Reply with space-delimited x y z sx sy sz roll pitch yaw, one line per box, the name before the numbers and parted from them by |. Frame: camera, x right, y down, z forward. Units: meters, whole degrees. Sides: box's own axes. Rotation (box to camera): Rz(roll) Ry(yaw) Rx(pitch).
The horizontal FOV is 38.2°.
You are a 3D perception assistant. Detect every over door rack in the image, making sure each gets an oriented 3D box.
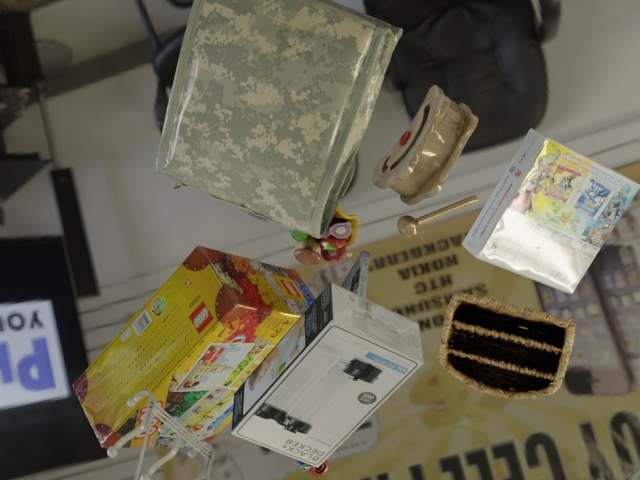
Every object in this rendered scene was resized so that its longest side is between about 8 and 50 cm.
over door rack | -0.307 0.486 1.803 0.108 0.324 0.239 -26 131 15

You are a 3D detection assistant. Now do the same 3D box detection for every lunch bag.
lunch bag | -0.058 -0.168 1.149 0.235 0.287 0.169 22 -164 6

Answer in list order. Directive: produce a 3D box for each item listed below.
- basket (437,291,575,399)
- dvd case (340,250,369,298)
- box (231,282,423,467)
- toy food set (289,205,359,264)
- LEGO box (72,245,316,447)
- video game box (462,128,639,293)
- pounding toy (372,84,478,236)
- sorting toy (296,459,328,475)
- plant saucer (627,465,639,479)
basket | 0.434 0.264 2.197 0.299 0.213 0.223 15 172 13
dvd case | 0.053 0.160 2.000 0.022 0.253 0.180 23 124 -9
box | 0.006 0.214 1.419 0.169 0.087 0.290 27 123 -21
toy food set | 0.000 0.000 1.689 0.128 0.071 0.218 12 152 7
LEGO box | -0.285 0.273 2.229 0.500 0.193 0.372 -47 148 18
video game box | 0.322 -0.036 1.286 0.205 0.048 0.187 20 109 -33
pounding toy | 0.203 -0.129 1.674 0.155 0.269 0.154 30 179 -17
sorting toy | -0.024 0.470 2.008 0.061 0.102 0.042 -32 -153 -15
plant saucer | 0.796 0.616 1.863 0.401 0.400 0.100 -12 161 -16
